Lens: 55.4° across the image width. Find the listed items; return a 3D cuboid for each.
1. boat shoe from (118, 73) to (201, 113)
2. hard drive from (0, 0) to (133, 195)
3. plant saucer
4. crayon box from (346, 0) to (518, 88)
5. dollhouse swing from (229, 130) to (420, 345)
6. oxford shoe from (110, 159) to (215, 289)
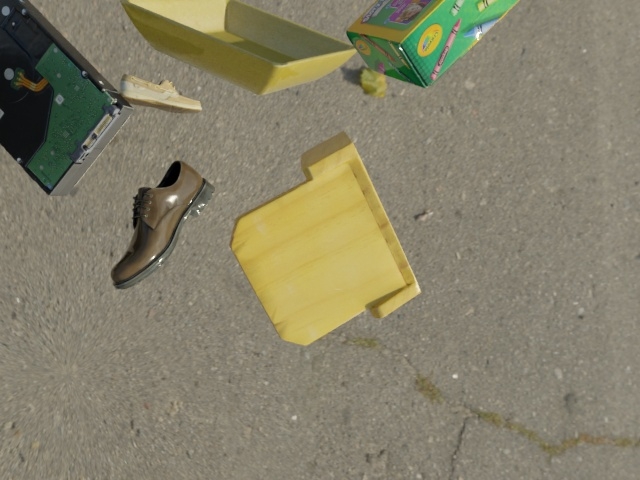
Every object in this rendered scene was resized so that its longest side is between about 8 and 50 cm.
[{"bbox_3d":[-0.318,-0.296,1.223,0.170,0.063,0.059,6,87,-33],"label":"boat shoe"},{"bbox_3d":[-0.552,-0.285,1.186,0.339,0.064,0.237,44,104,8],"label":"hard drive"},{"bbox_3d":[-0.142,-0.364,1.136,0.332,0.081,0.333,26,30,16],"label":"plant saucer"},{"bbox_3d":[0.185,-0.346,0.842,0.278,0.165,0.081,-44,122,0],"label":"crayon box"},{"bbox_3d":[0.000,0.000,1.314,0.305,0.315,0.347,-26,106,5],"label":"dollhouse swing"},{"bbox_3d":[-0.258,-0.029,0.922,0.096,0.082,0.227,49,53,-34],"label":"oxford shoe"}]
